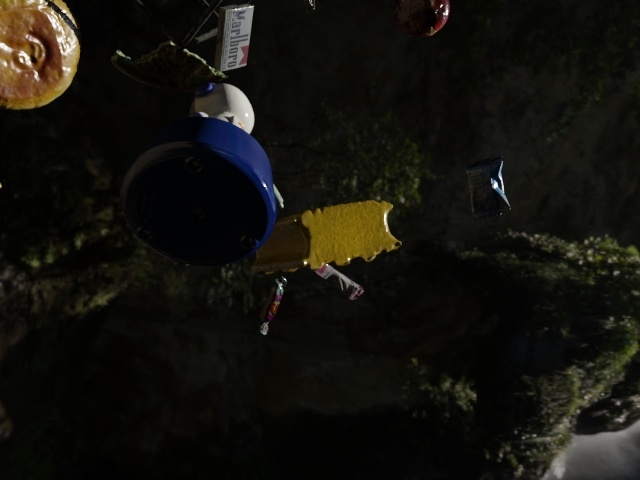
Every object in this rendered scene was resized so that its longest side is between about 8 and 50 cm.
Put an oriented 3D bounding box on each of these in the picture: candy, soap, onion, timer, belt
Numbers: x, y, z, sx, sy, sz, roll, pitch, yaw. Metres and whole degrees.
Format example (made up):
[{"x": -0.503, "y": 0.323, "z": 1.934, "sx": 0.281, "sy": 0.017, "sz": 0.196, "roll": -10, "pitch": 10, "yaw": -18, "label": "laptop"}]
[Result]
[{"x": 0.383, "y": -0.119, "z": 1.504, "sx": 0.088, "sy": 0.038, "sz": 0.136, "roll": -10, "pitch": -91, "yaw": 23, "label": "candy"}, {"x": 0.000, "y": 0.000, "z": 1.704, "sx": 0.335, "sy": 0.293, "sz": 0.156, "roll": -14, "pitch": -91, "yaw": 63, "label": "soap"}, {"x": 0.193, "y": -0.441, "z": 1.249, "sx": 0.107, "sy": 0.097, "sz": 0.107, "roll": 1, "pitch": -88, "yaw": 21, "label": "onion"}, {"x": -0.140, "y": 0.184, "z": 1.871, "sx": 0.043, "sy": 0.045, "sz": 0.175, "roll": 24, "pitch": -88, "yaw": 47, "label": "candy"}, {"x": -0.208, "y": -0.168, "z": 1.260, "sx": 0.383, "sy": 0.270, "sz": 0.270, "roll": -88, "pitch": -157, "yaw": -48, "label": "timer"}, {"x": 0.040, "y": 0.114, "z": 1.993, "sx": 0.053, "sy": 0.232, "sz": 0.071, "roll": -54, "pitch": -154, "yaw": 0, "label": "belt"}]

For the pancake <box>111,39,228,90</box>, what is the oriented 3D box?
[{"x": -0.491, "y": -0.564, "z": 2.143, "sx": 0.197, "sy": 0.376, "sz": 0.054, "roll": 99, "pitch": -11, "yaw": -52, "label": "pancake"}]

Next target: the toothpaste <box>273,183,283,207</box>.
[{"x": -0.154, "y": -0.166, "z": 1.979, "sx": 0.029, "sy": 0.197, "sz": 0.048, "roll": -40, "pitch": -133, "yaw": -11, "label": "toothpaste"}]

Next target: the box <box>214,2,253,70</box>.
[{"x": -0.248, "y": -0.578, "z": 1.859, "sx": 0.036, "sy": 0.115, "sz": 0.177, "roll": 30, "pitch": -53, "yaw": 24, "label": "box"}]

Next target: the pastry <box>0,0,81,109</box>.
[{"x": -0.768, "y": -0.497, "z": 1.637, "sx": 0.164, "sy": 0.356, "sz": 0.356, "roll": 24, "pitch": -74, "yaw": 34, "label": "pastry"}]

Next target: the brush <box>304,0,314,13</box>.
[{"x": -0.037, "y": -0.756, "z": 1.966, "sx": 0.034, "sy": 0.027, "sz": 0.190, "roll": -23, "pitch": -128, "yaw": 34, "label": "brush"}]

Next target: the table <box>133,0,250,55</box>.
[{"x": -0.338, "y": -0.731, "z": 1.865, "sx": 0.272, "sy": 0.222, "sz": 0.335, "roll": -40, "pitch": -171, "yaw": 31, "label": "table"}]

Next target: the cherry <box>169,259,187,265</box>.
[{"x": -0.431, "y": 0.002, "z": 2.189, "sx": 0.115, "sy": 0.188, "sz": 0.148, "roll": 32, "pitch": -41, "yaw": 13, "label": "cherry"}]
